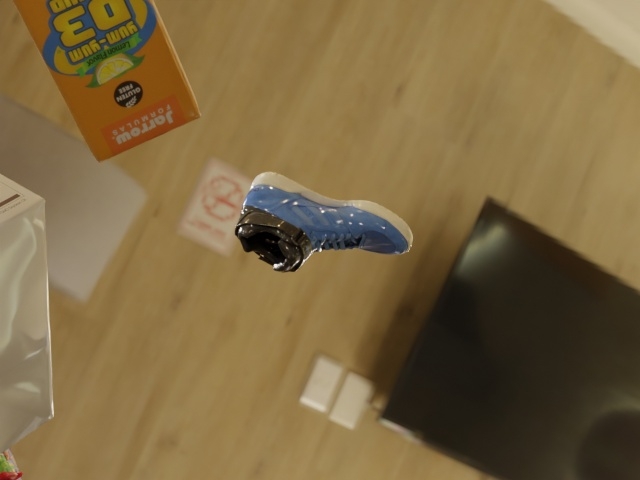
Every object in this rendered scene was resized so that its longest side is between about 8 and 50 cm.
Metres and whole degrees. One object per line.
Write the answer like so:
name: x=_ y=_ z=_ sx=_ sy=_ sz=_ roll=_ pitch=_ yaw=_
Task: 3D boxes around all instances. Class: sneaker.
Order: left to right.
sneaker: x=0.000 y=0.001 z=1.185 sx=0.152 sy=0.084 sz=0.058 roll=21 pitch=-37 yaw=2

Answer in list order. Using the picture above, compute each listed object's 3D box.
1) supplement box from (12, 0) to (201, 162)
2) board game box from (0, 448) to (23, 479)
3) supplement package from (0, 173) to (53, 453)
supplement box: x=-0.148 y=-0.163 z=0.790 sx=0.080 sy=0.078 sz=0.233 roll=58 pitch=-7 yaw=50
board game box: x=-0.350 y=0.214 z=1.434 sx=0.168 sy=0.033 sz=0.133 roll=56 pitch=6 yaw=-30
supplement package: x=-0.322 y=0.079 z=0.891 sx=0.145 sy=0.262 sz=0.204 roll=28 pitch=-49 yaw=27
